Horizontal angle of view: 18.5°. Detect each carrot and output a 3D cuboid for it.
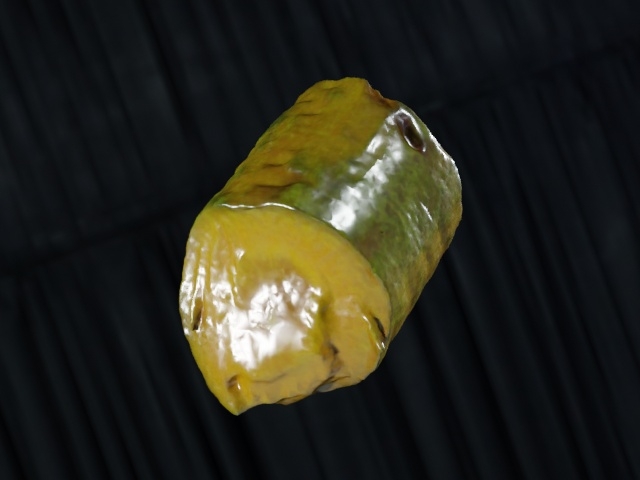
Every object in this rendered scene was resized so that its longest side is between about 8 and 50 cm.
[{"bbox_3d":[0.000,0.000,2.075,0.241,0.241,0.340,-20,31,53],"label":"carrot"}]
